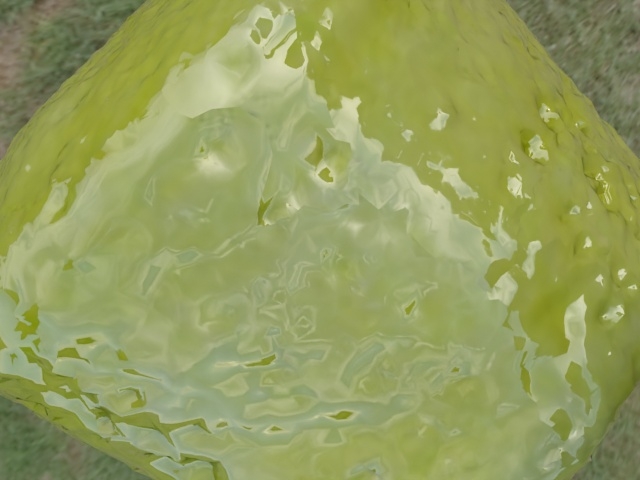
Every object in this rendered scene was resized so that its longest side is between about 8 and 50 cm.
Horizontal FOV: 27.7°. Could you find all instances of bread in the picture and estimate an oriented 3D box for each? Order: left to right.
[{"bbox_3d":[0.000,0.000,0.692,0.308,0.348,0.348,40,117,-8],"label":"bread"}]
